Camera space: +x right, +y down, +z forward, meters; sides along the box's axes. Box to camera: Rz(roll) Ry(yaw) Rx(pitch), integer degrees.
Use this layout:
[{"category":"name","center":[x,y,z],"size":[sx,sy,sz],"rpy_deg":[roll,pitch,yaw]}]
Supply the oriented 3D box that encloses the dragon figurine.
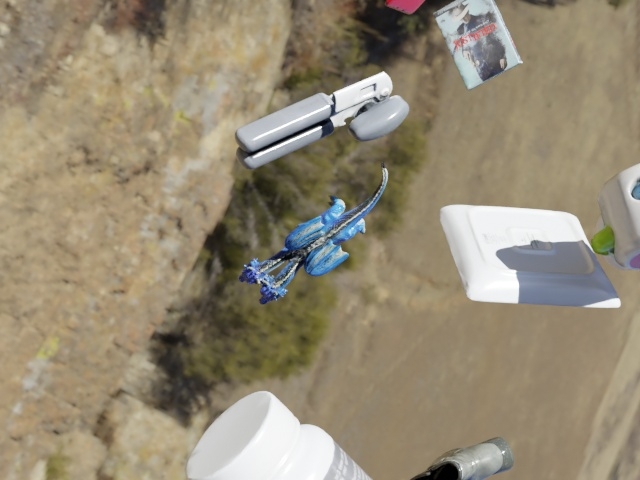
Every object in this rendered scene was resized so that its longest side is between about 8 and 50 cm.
[{"category":"dragon figurine","center":[0.000,0.000,1.776],"size":[0.289,0.085,0.144],"rpy_deg":[-33,-171,31]}]

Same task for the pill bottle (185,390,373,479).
[{"category":"pill bottle","center":[-0.014,0.402,1.670],"size":[0.361,0.204,0.204],"rpy_deg":[48,57,-17]}]

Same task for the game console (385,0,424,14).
[{"category":"game console","center":[0.165,-0.487,2.063],"size":[0.144,0.085,0.124],"rpy_deg":[-8,86,-67]}]

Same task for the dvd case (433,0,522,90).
[{"category":"dvd case","center":[0.215,-0.278,1.568],"size":[0.013,0.087,0.119],"rpy_deg":[-15,81,-60]}]

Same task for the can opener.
[{"category":"can opener","center":[0.007,-0.177,1.768],"size":[0.283,0.095,0.076],"rpy_deg":[-27,144,-22]}]

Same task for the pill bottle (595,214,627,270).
[{"category":"pill bottle","center":[0.709,-0.029,2.369],"size":[0.146,0.146,0.264],"rpy_deg":[-55,-164,-28]}]

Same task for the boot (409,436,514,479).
[{"category":"boot","center":[0.210,0.414,2.006],"size":[0.161,0.083,0.246],"rpy_deg":[-9,158,-37]}]

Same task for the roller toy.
[{"category":"roller toy","center":[0.547,-0.049,1.817],"size":[0.209,0.146,0.191],"rpy_deg":[0,157,-29]}]

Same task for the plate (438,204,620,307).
[{"category":"plate","center":[0.367,0.015,2.024],"size":[0.277,0.278,0.045],"rpy_deg":[-100,-164,-54]}]
